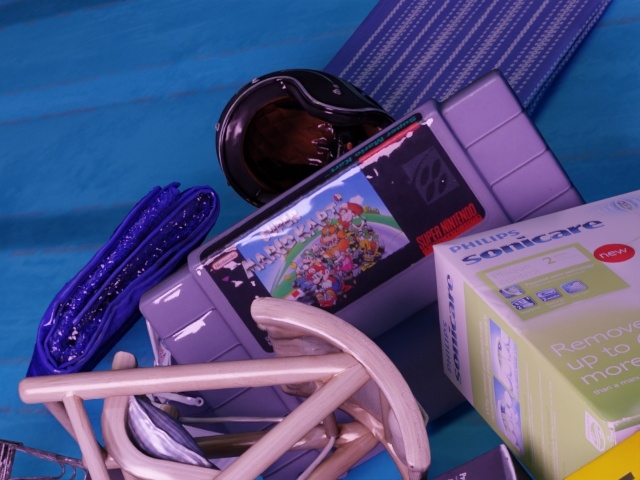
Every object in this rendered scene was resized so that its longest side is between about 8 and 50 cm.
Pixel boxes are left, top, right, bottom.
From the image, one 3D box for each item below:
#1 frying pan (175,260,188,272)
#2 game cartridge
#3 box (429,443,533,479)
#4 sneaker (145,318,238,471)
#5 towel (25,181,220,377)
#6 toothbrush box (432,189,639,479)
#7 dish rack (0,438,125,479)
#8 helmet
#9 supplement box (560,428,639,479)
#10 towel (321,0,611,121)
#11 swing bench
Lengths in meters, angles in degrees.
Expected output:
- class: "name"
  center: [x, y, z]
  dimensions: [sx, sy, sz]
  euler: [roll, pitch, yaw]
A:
- class: "frying pan"
  center: [-0.013, 0.000, 1.626]
  dimensions: [0.326, 0.053, 0.197]
  euler: [-30, -13, 18]
- class: "game cartridge"
  center: [0.053, 0.042, 1.437]
  dimensions: [0.355, 0.230, 0.068]
  euler: [-33, 17, 11]
- class: "box"
  center: [0.082, 0.260, 1.196]
  dimensions: [0.207, 0.153, 0.108]
  euler: [-28, 32, 15]
- class: "sneaker"
  center: [-0.139, 0.162, 1.552]
  dimensions: [0.282, 0.153, 0.099]
  euler: [-42, 31, -6]
- class: "towel"
  center: [-0.209, 0.051, 1.712]
  dimensions: [0.228, 0.076, 0.308]
  euler: [-47, 1, -16]
- class: "toothbrush box"
  center: [0.230, 0.083, 1.232]
  dimensions: [0.206, 0.122, 0.283]
  euler: [-15, 26, -14]
- class: "dish rack"
  center: [-0.239, 0.276, 1.519]
  dimensions: [0.271, 0.074, 0.208]
  euler: [0, 77, 55]
- class: "helmet"
  center: [-0.018, -0.094, 1.744]
  dimensions: [0.161, 0.169, 0.169]
  euler: [22, 64, 36]
- class: "supplement box"
  center: [0.191, 0.268, 1.029]
  dimensions: [0.356, 0.194, 0.195]
  euler: [-35, 31, 7]
- class: "towel"
  center: [0.130, -0.183, 1.848]
  dimensions: [0.336, 0.040, 0.243]
  euler: [6, 51, 47]
- class: "swing bench"
  center: [-0.055, 0.157, 1.286]
  dimensions: [0.254, 0.253, 0.165]
  euler: [-22, 72, -4]
